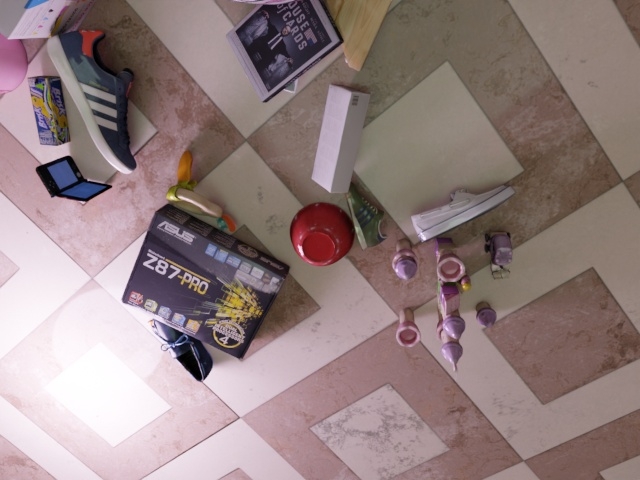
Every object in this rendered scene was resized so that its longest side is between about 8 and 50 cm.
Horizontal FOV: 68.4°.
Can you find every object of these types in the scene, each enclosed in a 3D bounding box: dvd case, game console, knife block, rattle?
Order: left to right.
[{"bbox_3d":[-0.641,-0.164,1.233,0.085,0.144,0.124,-18,109,13],"label":"game console"},{"bbox_3d":[-0.303,-0.124,1.272,0.199,0.143,0.130,21,148,-19],"label":"rattle"},{"bbox_3d":[-0.085,-0.450,1.049,0.238,0.029,0.179,-27,92,32],"label":"dvd case"},{"bbox_3d":[0.132,-0.538,1.007,0.242,0.088,0.276,-17,109,15],"label":"knife block"}]

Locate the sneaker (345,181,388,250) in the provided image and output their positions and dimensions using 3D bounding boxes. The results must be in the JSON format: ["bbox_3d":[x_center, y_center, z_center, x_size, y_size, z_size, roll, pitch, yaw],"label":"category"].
[{"bbox_3d":[0.122,-0.072,1.228,0.086,0.064,0.192,-16,110,4],"label":"sneaker"}]

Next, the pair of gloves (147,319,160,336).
[{"bbox_3d":[-0.495,0.269,1.474,0.083,0.010,0.074,-30,107,19],"label":"pair of gloves"}]

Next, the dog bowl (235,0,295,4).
[{"bbox_3d":[-0.093,-0.654,0.898,0.407,0.150,0.408,4,101,22],"label":"dog bowl"}]

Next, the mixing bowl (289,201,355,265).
[{"bbox_3d":[0.000,0.000,1.251,0.181,0.098,0.182,2,114,5],"label":"mixing bowl"}]

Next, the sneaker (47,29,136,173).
[{"bbox_3d":[-0.511,-0.339,1.160,0.148,0.131,0.350,-23,121,-8],"label":"sneaker"}]

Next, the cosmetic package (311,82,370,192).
[{"bbox_3d":[0.046,-0.244,1.135,0.060,0.099,0.239,-5,120,-33],"label":"cosmetic package"}]

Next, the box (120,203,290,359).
[{"bbox_3d":[-0.329,0.124,1.346,0.394,0.097,0.318,28,111,-5],"label":"box"}]

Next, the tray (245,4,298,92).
[{"bbox_3d":[-0.085,-0.490,1.072,0.145,0.030,0.271,22,115,17],"label":"tray"}]

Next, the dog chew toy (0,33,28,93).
[{"bbox_3d":[-0.815,-0.513,1.084,0.206,0.206,0.332,-4,104,9],"label":"dog chew toy"}]

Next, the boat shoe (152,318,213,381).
[{"bbox_3d":[-0.414,0.322,1.439,0.109,0.089,0.258,-35,108,15],"label":"boat shoe"}]

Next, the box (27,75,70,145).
[{"bbox_3d":[-0.698,-0.334,1.213,0.054,0.059,0.169,5,114,4],"label":"box"}]

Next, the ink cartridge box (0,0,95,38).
[{"bbox_3d":[-0.623,-0.560,1.013,0.171,0.233,0.168,-41,105,20],"label":"ink cartridge box"}]

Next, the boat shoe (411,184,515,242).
[{"bbox_3d":[0.352,-0.086,1.175,0.258,0.095,0.084,-26,80,4],"label":"boat shoe"}]

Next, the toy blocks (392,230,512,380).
[{"bbox_3d":[0.341,0.153,1.186,0.308,0.260,0.289,-3,112,9],"label":"toy blocks"}]
